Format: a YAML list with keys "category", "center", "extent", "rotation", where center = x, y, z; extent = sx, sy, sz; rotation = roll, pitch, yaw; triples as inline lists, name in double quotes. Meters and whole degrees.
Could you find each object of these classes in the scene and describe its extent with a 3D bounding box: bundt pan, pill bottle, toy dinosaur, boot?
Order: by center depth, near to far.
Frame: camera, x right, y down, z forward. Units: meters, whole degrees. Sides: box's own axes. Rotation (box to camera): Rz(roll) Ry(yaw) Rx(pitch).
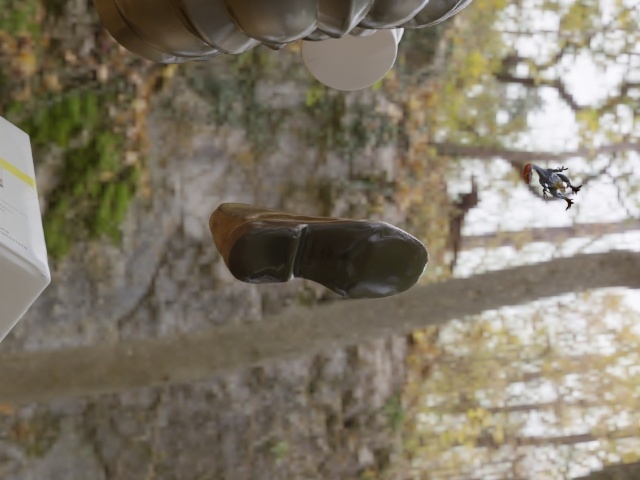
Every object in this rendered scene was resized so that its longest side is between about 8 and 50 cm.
- category: "bundt pan"
  center: [-0.019, -0.206, 1.046]
  extent: [0.331, 0.331, 0.124]
  rotation: [4, -75, 60]
- category: "toy dinosaur"
  center: [0.281, -0.071, 1.741]
  extent: [0.047, 0.082, 0.090]
  rotation: [-58, -169, -1]
- category: "boot"
  center: [0.000, 0.000, 1.800]
  extent: [0.115, 0.305, 0.112]
  rotation: [47, -58, 52]
- category: "pill bottle"
  center: [0.037, -0.325, 1.920]
  extent: [0.265, 0.153, 0.153]
  rotation: [-90, -162, -53]

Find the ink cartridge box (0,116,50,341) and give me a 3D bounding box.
- category: "ink cartridge box"
  center: [-0.428, 0.020, 1.425]
  extent: [0.279, 0.160, 0.385]
  rotation: [-51, -155, 10]
